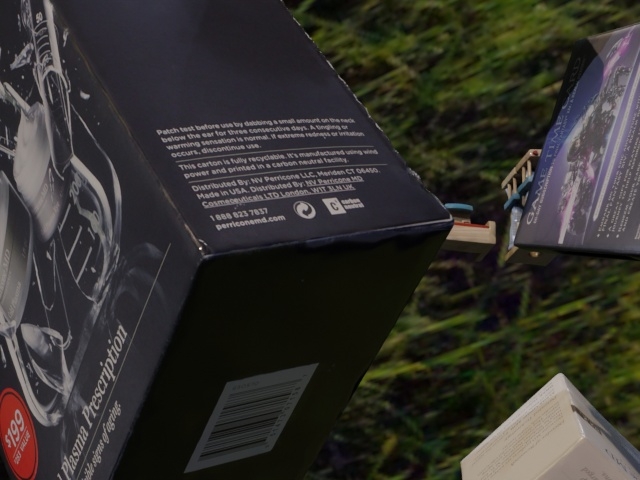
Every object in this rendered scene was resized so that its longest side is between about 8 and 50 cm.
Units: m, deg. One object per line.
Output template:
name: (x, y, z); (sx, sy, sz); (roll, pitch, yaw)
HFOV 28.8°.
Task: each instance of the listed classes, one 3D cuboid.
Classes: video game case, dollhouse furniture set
video game case: (0.243, -0.081, 0.980); (0.026, 0.274, 0.196); (18, 87, -13)
dollhouse furniture set: (0.254, -0.051, 1.770); (0.183, 0.129, 0.129); (5, 68, -10)

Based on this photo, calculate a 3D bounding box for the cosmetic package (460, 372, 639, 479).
cosmetic package: (0.245, 0.258, 1.242); (0.151, 0.151, 0.184); (44, 12, -7)

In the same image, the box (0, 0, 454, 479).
box: (-0.122, 0.006, 0.853); (0.179, 0.343, 0.312); (-8, 50, -35)
